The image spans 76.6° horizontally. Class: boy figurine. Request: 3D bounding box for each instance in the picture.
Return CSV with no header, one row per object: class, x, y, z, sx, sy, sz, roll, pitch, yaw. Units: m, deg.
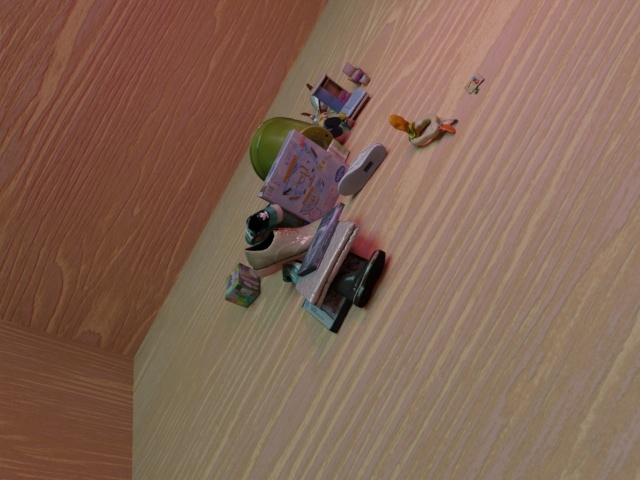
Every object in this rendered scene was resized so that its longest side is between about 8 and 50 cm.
boy figurine,0.038,-0.565,2.083,0.092,0.177,0.285,-16,13,-6

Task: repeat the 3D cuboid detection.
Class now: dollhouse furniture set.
dollhouse furniture set,0.120,-0.757,2.041,0.286,0.198,0.303,-54,29,15

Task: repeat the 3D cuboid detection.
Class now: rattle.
rattle,0.354,-0.411,1.395,0.130,0.142,0.200,-44,20,-6

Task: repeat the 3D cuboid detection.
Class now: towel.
towel,0.021,0.071,1.478,0.316,0.054,0.332,-62,12,-2
towel,0.069,-0.375,1.866,0.023,0.113,0.151,10,73,55

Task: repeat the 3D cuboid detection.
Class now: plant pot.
plant pot,-0.110,-0.435,1.989,0.353,0.367,0.366,16,79,56

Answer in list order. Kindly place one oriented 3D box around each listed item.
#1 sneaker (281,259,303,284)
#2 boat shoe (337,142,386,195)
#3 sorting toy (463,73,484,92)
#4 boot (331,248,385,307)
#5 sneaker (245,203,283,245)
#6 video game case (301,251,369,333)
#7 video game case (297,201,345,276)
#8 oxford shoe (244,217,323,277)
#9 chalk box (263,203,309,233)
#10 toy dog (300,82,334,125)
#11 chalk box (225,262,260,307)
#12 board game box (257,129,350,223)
sneaker,-0.144,0.128,1.784,0.275,0.107,0.109,13,86,62
boat shoe,0.166,-0.292,1.665,0.258,0.095,0.084,-44,26,10
sorting toy,0.514,-0.521,1.351,0.062,0.012,0.083,-46,31,27
boot,0.118,0.104,1.332,0.137,0.077,0.197,24,85,41
sneaker,-0.276,-0.056,1.730,0.108,0.121,0.302,61,141,11
video game case,0.053,0.167,1.476,0.274,0.035,0.248,-62,27,-2
video game case,0.000,0.000,1.546,0.274,0.026,0.196,-65,12,-21
oxford shoe,-0.125,0.000,1.683,0.397,0.146,0.140,-32,27,-8
chalk box,-0.163,-0.054,1.896,0.180,0.179,0.288,-40,35,34
toy dog,-0.028,-0.816,2.385,0.220,0.161,0.333,-48,30,24
chalk box,-0.395,0.246,2.062,0.132,0.133,0.213,-47,29,25
board game box,-0.062,-0.257,1.759,0.318,0.318,0.066,-64,26,-6
